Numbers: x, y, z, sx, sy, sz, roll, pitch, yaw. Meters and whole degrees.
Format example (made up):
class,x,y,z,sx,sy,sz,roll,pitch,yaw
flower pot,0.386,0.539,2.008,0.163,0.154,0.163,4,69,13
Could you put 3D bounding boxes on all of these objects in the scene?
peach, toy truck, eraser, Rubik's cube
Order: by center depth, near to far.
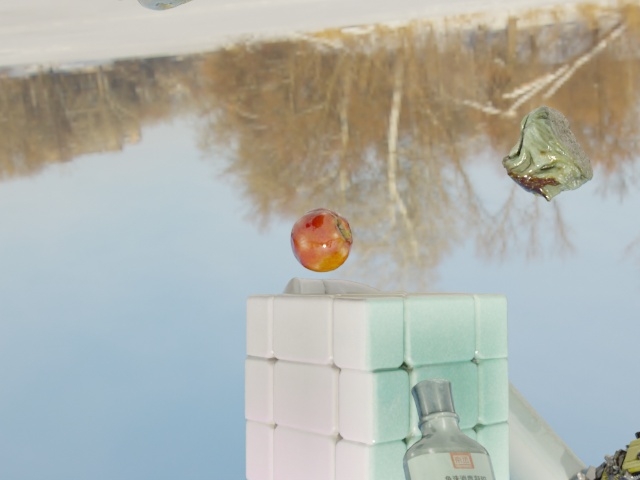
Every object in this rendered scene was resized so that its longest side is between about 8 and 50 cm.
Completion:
class,x,y,z,sx,sy,sz,roll,pitch,yaw
peach,-0.002,0.001,1.377,0.101,0.101,0.101,-5,-168,1
Rubik's cube,0.089,0.240,1.505,0.322,0.316,0.319,0,178,-39
toy truck,0.507,0.399,1.545,0.136,0.111,0.286,-53,-179,-35
eraser,0.391,0.395,1.835,0.104,0.189,0.290,-24,-127,-23

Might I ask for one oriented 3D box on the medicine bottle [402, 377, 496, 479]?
class,x,y,z,sx,sy,sz,roll,pitch,yaw
medicine bottle,0.126,0.233,0.886,0.090,0.208,0.054,5,143,-18

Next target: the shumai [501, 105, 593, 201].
class,x,y,z,sx,sy,sz,roll,pitch,yaw
shumai,0.429,-0.154,1.790,0.142,0.184,0.184,-30,180,26

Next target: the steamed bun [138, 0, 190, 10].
class,x,y,z,sx,sy,sz,roll,pitch,yaw
steamed bun,-0.174,-0.426,1.117,0.367,0.255,0.342,-20,158,-52

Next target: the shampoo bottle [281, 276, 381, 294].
class,x,y,z,sx,sy,sz,roll,pitch,yaw
shampoo bottle,0.028,0.214,1.921,0.266,0.273,0.273,16,-174,-16
